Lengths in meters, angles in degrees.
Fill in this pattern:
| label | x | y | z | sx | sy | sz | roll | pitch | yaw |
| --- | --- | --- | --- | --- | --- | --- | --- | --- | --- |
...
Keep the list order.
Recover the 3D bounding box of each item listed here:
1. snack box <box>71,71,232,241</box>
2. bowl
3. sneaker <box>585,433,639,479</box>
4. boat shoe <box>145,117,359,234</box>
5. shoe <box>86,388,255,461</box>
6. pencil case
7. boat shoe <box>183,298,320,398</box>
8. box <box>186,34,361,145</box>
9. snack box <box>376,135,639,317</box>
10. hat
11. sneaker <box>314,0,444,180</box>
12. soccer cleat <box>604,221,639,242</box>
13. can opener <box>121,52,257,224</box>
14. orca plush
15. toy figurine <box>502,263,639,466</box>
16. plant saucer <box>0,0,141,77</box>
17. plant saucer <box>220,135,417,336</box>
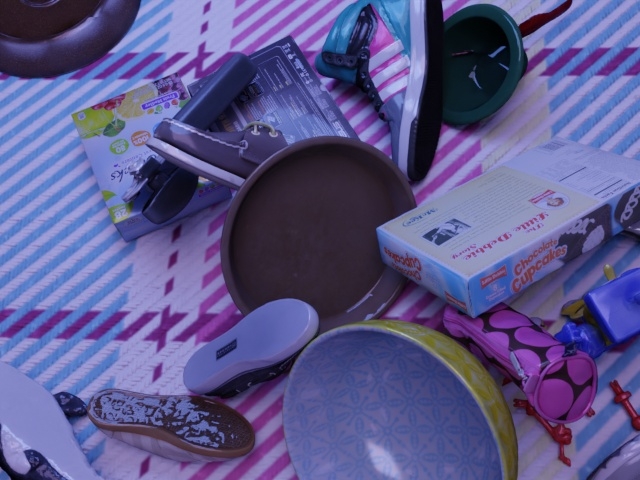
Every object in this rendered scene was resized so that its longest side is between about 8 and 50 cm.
| label | x | y | z | sx | sy | sz | roll | pitch | yaw |
| --- | --- | --- | --- | --- | --- | --- | --- | --- | --- |
| snack box | -0.250 | -0.127 | 1.202 | 0.175 | 0.070 | 0.207 | -24 | 68 | -7 |
| bowl | 0.114 | 0.216 | 0.949 | 0.289 | 0.289 | 0.156 | 43 | 33 | 21 |
| sneaker | 0.449 | 0.259 | 0.943 | 0.281 | 0.105 | 0.115 | -20 | 65 | -4 |
| boat shoe | -0.068 | -0.101 | 1.076 | 0.324 | 0.116 | 0.096 | 21 | 92 | -22 |
| shoe | -0.189 | 0.240 | 1.043 | 0.219 | 0.058 | 0.076 | 12 | 47 | 6 |
| pencil case | 0.218 | 0.124 | 0.926 | 0.098 | 0.209 | 0.095 | 2 | 104 | -23 |
| boat shoe | -0.074 | 0.145 | 1.006 | 0.228 | 0.076 | 0.080 | -33 | 43 | 31 |
| box | -0.069 | -0.177 | 1.215 | 0.183 | 0.056 | 0.231 | -29 | 67 | -7 |
| snack box | 0.255 | -0.030 | 1.035 | 0.322 | 0.060 | 0.187 | -26 | 31 | -20 |
| hat | 0.284 | -0.263 | 1.239 | 0.208 | 0.184 | 0.172 | -30 | 70 | 39 |
| sneaker | 0.080 | -0.233 | 1.195 | 0.179 | 0.124 | 0.295 | 1 | 84 | 26 |
| soccer cleat | 0.476 | -0.023 | 1.097 | 0.196 | 0.068 | 0.076 | 4 | 81 | 9 |
| can opener | -0.180 | -0.146 | 1.141 | 0.093 | 0.074 | 0.280 | 41 | 68 | -19 |
| orca plush | -0.353 | 0.279 | 1.038 | 0.287 | 0.102 | 0.151 | 31 | 27 | 8 |
| toy figurine | 0.402 | 0.099 | 0.960 | 0.363 | 0.217 | 0.191 | -24 | 66 | -5 |
| plant saucer | -0.460 | -0.415 | 1.365 | 0.311 | 0.050 | 0.310 | -2 | 64 | 5 |
| plant saucer | 0.000 | 0.000 | 1.050 | 0.278 | 0.277 | 0.041 | -37 | 26 | -11 |
